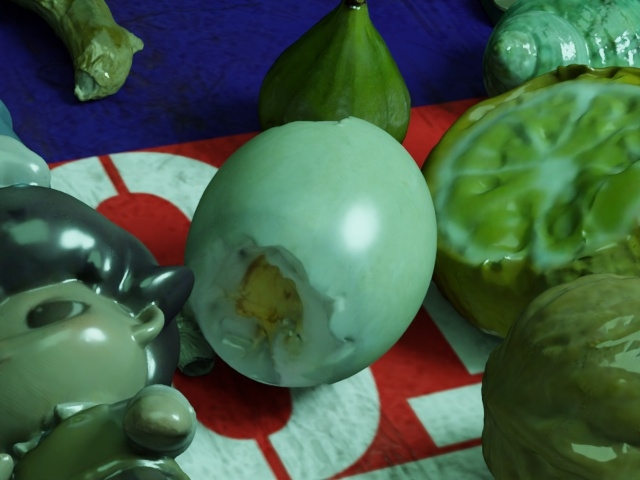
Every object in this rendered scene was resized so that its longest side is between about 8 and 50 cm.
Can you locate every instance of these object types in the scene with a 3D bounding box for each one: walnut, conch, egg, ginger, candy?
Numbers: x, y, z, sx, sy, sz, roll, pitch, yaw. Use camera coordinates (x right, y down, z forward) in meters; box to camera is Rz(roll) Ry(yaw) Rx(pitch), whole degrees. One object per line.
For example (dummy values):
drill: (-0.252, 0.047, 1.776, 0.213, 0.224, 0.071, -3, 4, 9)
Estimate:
walnut: (0.208, 0.119, 1.263, 0.213, 0.213, 0.213, 6, 39, -5)
conch: (0.233, -0.154, 1.671, 0.188, 0.122, 0.175, -6, 65, -13)
egg: (0.000, 0.000, 1.380, 0.183, 0.183, 0.217, 23, 38, 17)
ginger: (-0.265, -0.229, 1.694, 0.131, 0.086, 0.294, -1, 39, -48)
candy: (0.195, -0.033, 1.453, 0.260, 0.118, 0.260, -17, 35, 12)

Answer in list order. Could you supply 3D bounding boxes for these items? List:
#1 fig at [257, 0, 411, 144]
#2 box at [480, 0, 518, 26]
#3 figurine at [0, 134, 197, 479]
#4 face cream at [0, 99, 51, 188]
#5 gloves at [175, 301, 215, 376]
fig: (0.000, -0.131, 1.551, 0.127, 0.185, 0.133, -25, 51, 2)
box: (0.219, -0.241, 1.844, 0.126, 0.031, 0.091, -3, 40, -16)
figurine: (-0.181, 0.105, 1.153, 0.206, 0.218, 0.365, 30, 12, -22)
face cream: (-0.339, -0.136, 1.555, 0.136, 0.086, 0.385, 13, 25, -46)
gloves: (-0.102, 0.074, 1.385, 0.044, 0.037, 0.081, -3, 62, -25)
